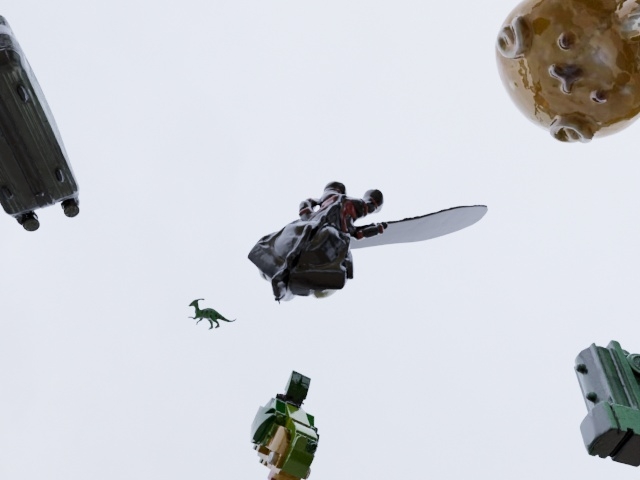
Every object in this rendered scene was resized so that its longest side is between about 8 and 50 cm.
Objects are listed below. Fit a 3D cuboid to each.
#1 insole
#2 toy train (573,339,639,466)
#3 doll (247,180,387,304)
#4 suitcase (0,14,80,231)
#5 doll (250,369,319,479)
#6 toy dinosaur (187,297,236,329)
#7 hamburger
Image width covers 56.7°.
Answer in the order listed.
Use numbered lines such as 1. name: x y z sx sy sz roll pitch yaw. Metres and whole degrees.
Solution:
1. insole: 0.178 -0.023 1.110 0.328 0.007 0.111 -9 -30 -25
2. toy train: 0.358 0.189 0.704 0.111 0.170 0.071 16 -56 -3
3. doll: 0.002 0.003 0.755 0.127 0.248 0.088 -12 -65 30
4. suitcase: -0.497 -0.188 0.952 0.128 0.202 0.312 -23 -45 -18
5. doll: -0.052 0.315 0.959 0.106 0.186 0.134 31 -80 -17
6. toy dinosaur: -0.200 0.130 1.079 0.083 0.021 0.062 -19 -89 -2
7. hamburger: 0.410 -0.278 0.879 0.303 0.186 0.261 2 -51 53
